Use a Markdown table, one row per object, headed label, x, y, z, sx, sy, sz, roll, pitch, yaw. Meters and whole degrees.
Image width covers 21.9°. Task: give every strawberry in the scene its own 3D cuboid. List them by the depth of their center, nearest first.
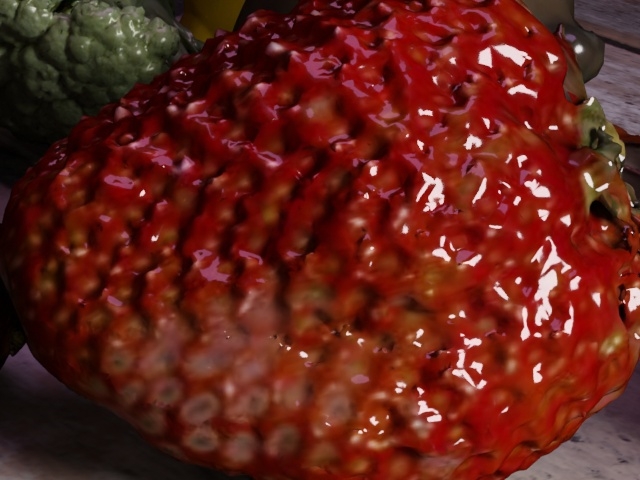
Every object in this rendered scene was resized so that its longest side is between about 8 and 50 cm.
| label | x | y | z | sx | sy | sz | roll | pitch | yaw |
| --- | --- | --- | --- | --- | --- | --- | --- | --- | --- |
| strawberry | 0.000 | 0.000 | 0.908 | 0.351 | 0.267 | 0.312 | -6 | 46 | -18 |

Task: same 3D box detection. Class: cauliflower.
| label | x | y | z | sx | sy | sz | roll | pitch | yaw |
| --- | --- | --- | --- | --- | --- | --- | --- | --- | --- |
| cauliflower | -0.187 | -0.196 | 1.362 | 0.272 | 0.250 | 0.275 | 16 | -11 | 16 |

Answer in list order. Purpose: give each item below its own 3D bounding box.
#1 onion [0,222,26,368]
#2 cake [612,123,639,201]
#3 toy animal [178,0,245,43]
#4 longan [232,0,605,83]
| label | x | y | z | sx | sy | sz | roll | pitch | yaw |
| --- | --- | --- | --- | --- | --- | --- | --- | --- | --- |
| onion | -0.217 | 0.041 | 0.944 | 0.118 | 0.117 | 0.118 | 1 | 44 | -1 |
| cake | 0.206 | -0.046 | 1.318 | 0.135 | 0.098 | 0.287 | -3 | 17 | -38 |
| toy animal | -0.036 | -0.242 | 1.686 | 0.230 | 0.156 | 0.156 | 12 | 22 | 18 |
| longan | 0.072 | -0.125 | 1.213 | 0.300 | 0.300 | 0.243 | 21 | 15 | 33 |
